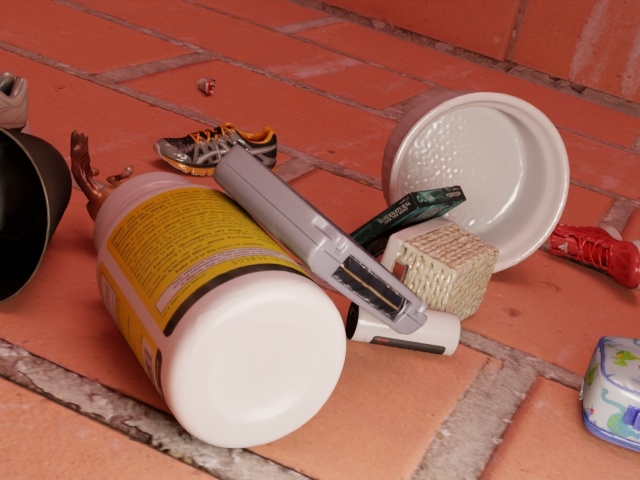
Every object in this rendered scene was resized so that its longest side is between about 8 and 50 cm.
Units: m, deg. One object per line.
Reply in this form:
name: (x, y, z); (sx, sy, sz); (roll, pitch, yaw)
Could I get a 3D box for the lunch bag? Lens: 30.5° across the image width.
lunch bag: (0.419, 0.199, 1.388); (0.219, 0.090, 0.176); (17, 19, 6)

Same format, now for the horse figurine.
horse figurine: (-0.226, -0.033, 1.511); (0.263, 0.066, 0.174); (34, 17, -19)

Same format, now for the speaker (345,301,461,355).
speaker: (0.101, 0.106, 1.452); (0.136, 0.055, 0.055); (10, 21, -14)

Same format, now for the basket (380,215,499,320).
basket: (0.155, 0.047, 1.565); (0.103, 0.113, 0.167); (27, 23, 23)

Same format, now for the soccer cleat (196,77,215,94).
soccer cleat: (-0.231, -0.311, 2.353); (0.036, 0.029, 0.083); (5, 18, -2)

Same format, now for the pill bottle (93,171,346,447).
pill bottle: (-0.124, 0.054, 1.234); (0.188, 0.188, 0.334); (3, 24, -30)

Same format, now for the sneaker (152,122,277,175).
sneaker: (-0.167, -0.152, 1.900); (0.215, 0.083, 0.084); (2, 26, -29)

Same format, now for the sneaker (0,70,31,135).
sneaker: (-0.524, -0.177, 1.659); (0.110, 0.118, 0.292); (26, 24, 21)

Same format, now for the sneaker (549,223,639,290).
sneaker: (0.442, 0.027, 1.901); (0.128, 0.087, 0.221); (4, 9, -7)

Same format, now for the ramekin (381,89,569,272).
ramekin: (0.224, -0.097, 1.778); (0.277, 0.277, 0.135); (11, 13, -13)

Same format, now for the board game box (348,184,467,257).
board game box: (0.099, -0.018, 1.628); (0.126, 0.186, 0.026); (-11, 72, -52)

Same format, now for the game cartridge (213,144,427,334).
game cartridge: (0.000, 0.000, 1.324); (0.196, 0.060, 0.294); (47, 5, 33)

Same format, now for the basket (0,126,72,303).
basket: (-0.372, -0.051, 1.363); (0.154, 0.204, 0.227); (-1, 12, -2)
